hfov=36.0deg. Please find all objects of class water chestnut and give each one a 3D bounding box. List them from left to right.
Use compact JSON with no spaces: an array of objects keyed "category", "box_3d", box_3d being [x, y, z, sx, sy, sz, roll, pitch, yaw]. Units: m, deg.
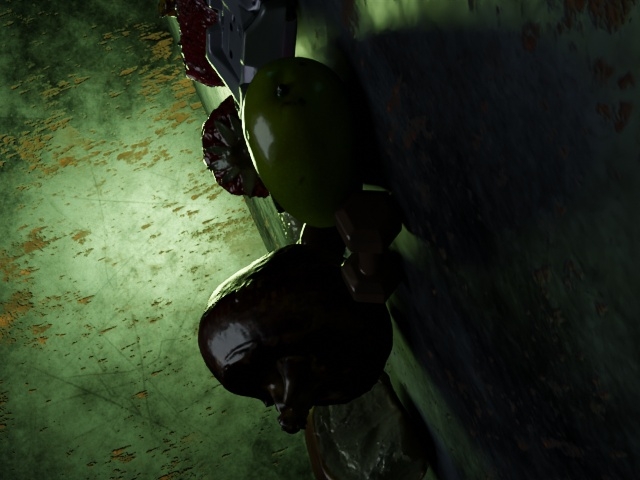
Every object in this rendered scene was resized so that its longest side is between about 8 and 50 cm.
[{"category":"water chestnut","box_3d":[-0.038,0.183,1.675,0.350,0.351,0.302,78,-175,-57]}]

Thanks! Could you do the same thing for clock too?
[{"category":"clock","box_3d":[-0.110,-0.302,1.512,0.253,0.083,0.186,96,153,-45]}]

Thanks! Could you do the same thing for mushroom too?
[{"category":"mushroom","box_3d":[0.000,0.000,1.776,0.087,0.127,0.127,15,149,19]}]

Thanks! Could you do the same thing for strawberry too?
[{"category":"strawberry","box_3d":[-0.114,-0.196,1.845,0.244,0.205,0.205,-71,-38,-68]}]

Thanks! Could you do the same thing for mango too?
[{"category":"mango","box_3d":[-0.015,-0.124,1.339,0.293,0.143,0.175,64,-143,-52]}]

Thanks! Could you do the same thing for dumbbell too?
[{"category":"dumbbell","box_3d":[0.071,0.013,1.404,0.231,0.082,0.092,81,165,-62]}]

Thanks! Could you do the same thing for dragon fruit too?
[{"category":"dragon fruit","box_3d":[-0.172,-0.384,1.723,0.261,0.163,0.189,88,-174,-62]}]

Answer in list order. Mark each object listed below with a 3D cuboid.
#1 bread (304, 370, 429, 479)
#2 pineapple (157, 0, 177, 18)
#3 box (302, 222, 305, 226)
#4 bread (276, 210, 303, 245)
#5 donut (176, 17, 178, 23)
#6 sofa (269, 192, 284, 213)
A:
[{"category":"bread","box_3d":[0.093,0.430,1.984,0.279,0.225,0.250,69,175,-51]},{"category":"pineapple","box_3d":[-0.242,-0.517,1.850,0.079,0.135,0.233,-35,54,54]},{"category":"box","box_3d":[-0.009,-0.029,2.025,0.105,0.037,0.105,157,90,-83]},{"category":"bread","box_3d":[-0.056,-0.027,2.315,0.286,0.056,0.207,75,171,-55]},{"category":"donut","box_3d":[-0.242,-0.479,2.008,0.144,0.126,0.186,56,169,22]},{"category":"sofa","box_3d":[-0.029,-0.095,1.640,0.039,0.118,0.060,-122,12,-57]}]
